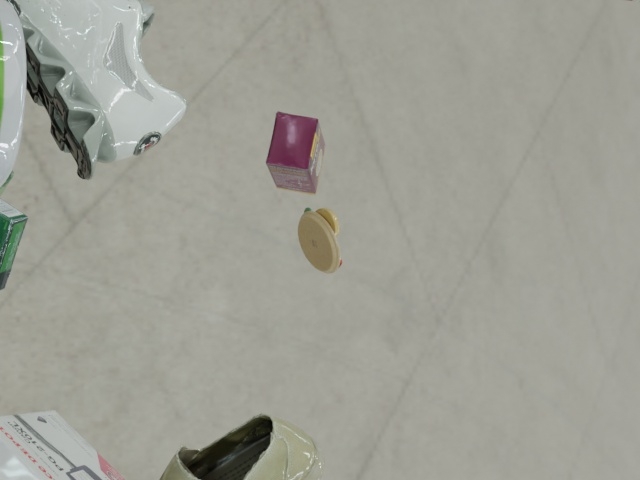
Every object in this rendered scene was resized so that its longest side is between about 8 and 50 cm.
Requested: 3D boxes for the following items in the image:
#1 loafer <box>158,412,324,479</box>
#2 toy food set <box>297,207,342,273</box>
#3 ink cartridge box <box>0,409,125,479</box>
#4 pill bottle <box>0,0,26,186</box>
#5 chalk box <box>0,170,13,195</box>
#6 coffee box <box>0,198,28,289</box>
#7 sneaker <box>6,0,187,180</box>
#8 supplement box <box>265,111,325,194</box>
[{"bbox_3d":[-0.126,0.252,1.169,0.268,0.102,0.092,-34,124,-11],"label":"loafer"},{"bbox_3d":[0.000,0.000,1.449,0.020,0.082,0.083,-24,103,-30],"label":"toy food set"},{"bbox_3d":[-0.335,0.299,1.450,0.100,0.172,0.237,-49,170,2],"label":"ink cartridge box"},{"bbox_3d":[-0.326,-0.104,0.777,0.245,0.136,0.136,2,85,-30],"label":"pill bottle"},{"bbox_3d":[-0.431,-0.021,1.101,0.179,0.289,0.180,46,58,-3],"label":"chalk box"},{"bbox_3d":[-0.465,-0.026,1.540,0.040,0.184,0.113,-25,142,-63],"label":"coffee box"},{"bbox_3d":[-0.252,-0.229,1.219,0.146,0.122,0.330,-29,84,-22],"label":"sneaker"},{"bbox_3d":[-0.023,-0.083,1.173,0.083,0.043,0.055,67,34,-75],"label":"supplement box"}]
